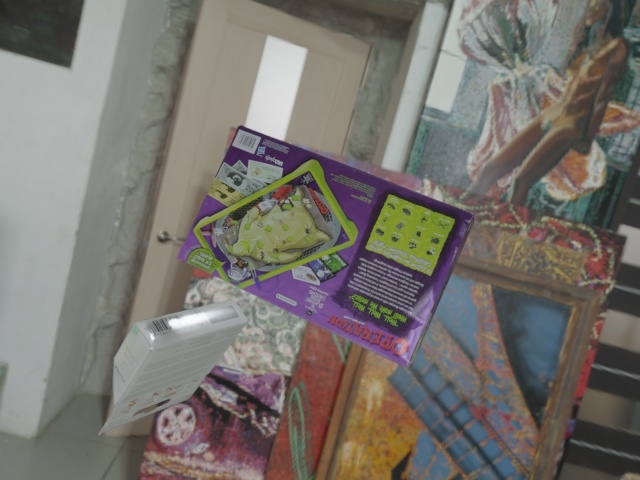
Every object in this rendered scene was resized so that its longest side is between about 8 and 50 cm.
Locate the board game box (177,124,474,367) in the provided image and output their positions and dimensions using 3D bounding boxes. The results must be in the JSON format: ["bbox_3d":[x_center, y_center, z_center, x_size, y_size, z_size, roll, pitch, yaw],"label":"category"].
[{"bbox_3d":[0.000,0.000,0.822,0.347,0.208,0.056,24,-8,18],"label":"board game box"}]

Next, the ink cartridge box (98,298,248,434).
[{"bbox_3d":[-0.235,0.190,0.953,0.181,0.224,0.056,-10,57,-50],"label":"ink cartridge box"}]
